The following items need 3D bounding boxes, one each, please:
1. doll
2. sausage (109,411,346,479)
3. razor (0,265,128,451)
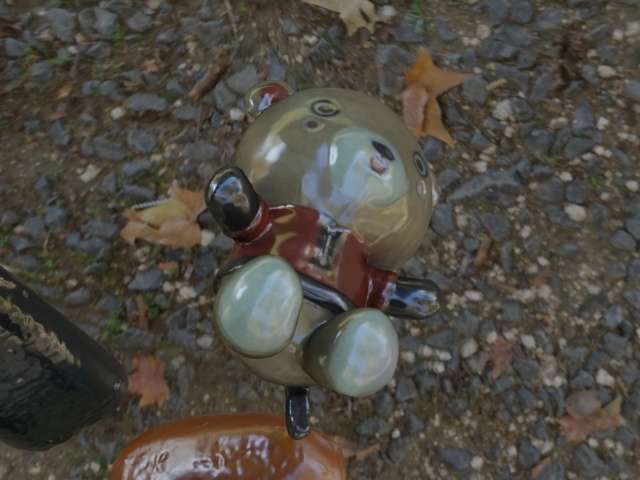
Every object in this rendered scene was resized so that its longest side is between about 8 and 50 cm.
[{"bbox_3d":[0.000,0.000,0.774,0.235,0.329,0.174,26,142,-12],"label":"doll"},{"bbox_3d":[-0.101,0.244,0.893,0.259,0.133,0.133,-9,108,20],"label":"sausage"},{"bbox_3d":[-0.390,0.159,1.091,0.189,0.107,0.327,-32,141,-2],"label":"razor"}]
